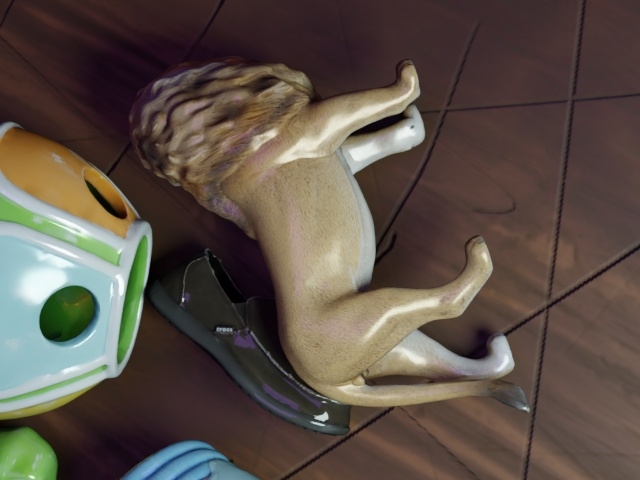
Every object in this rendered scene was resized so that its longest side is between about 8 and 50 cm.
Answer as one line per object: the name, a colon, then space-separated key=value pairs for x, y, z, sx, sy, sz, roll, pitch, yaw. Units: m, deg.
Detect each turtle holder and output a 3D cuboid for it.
turtle holder: x=-0.274 y=0.061 z=1.369 sx=0.228 sy=0.243 sz=0.320 roll=11 pitch=81 yaw=2

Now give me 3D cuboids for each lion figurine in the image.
lion figurine: x=0.000 y=0.000 z=1.341 sx=0.240 sy=0.142 sz=0.392 roll=-20 pitch=68 yaw=-3

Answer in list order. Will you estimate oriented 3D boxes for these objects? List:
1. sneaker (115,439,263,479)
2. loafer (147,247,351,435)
sneaker: x=-0.116 y=0.314 z=1.367 sx=0.208 sy=0.127 sz=0.319 roll=34 pitch=111 yaw=40
loafer: x=-0.052 y=0.083 z=1.386 sx=0.220 sy=0.080 sz=0.078 roll=38 pitch=94 yaw=16
